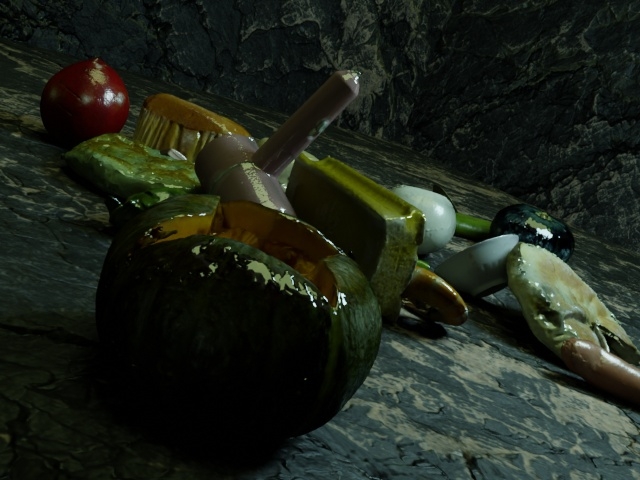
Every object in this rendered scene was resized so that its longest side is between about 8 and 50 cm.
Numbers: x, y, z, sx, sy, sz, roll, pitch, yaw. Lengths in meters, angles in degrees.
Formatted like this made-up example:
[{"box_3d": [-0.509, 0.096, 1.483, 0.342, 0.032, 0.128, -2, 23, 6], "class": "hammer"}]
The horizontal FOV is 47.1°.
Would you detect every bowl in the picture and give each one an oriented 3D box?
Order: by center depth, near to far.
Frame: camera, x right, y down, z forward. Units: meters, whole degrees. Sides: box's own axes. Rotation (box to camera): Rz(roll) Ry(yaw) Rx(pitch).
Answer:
[{"box_3d": [0.337, 0.067, 1.517, 0.189, 0.189, 0.086, 3, 60, -49], "class": "bowl"}]

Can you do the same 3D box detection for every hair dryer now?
[{"box_3d": [-0.051, -0.149, 1.245, 0.125, 0.352, 0.210, 22, 30, -50], "class": "hair dryer"}]

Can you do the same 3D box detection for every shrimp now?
[{"box_3d": [0.151, 0.085, 1.268, 0.248, 0.068, 0.150, 22, -27, 44], "class": "shrimp"}]

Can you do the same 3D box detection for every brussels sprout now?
[{"box_3d": [-0.251, -0.040, 1.186, 0.181, 0.101, 0.139, -15, 17, -37], "class": "brussels sprout"}]

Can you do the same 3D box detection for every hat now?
[{"box_3d": [0.371, -0.099, 2.311, 0.146, 0.067, 0.146, 57, -4, 6], "class": "hat"}]

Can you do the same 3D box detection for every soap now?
[{"box_3d": [0.039, -0.013, 1.266, 0.091, 0.199, 0.315, 2, 23, -32], "class": "soap"}]

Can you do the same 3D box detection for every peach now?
[{"box_3d": [-0.505, -0.296, 1.582, 0.197, 0.197, 0.197, 19, 14, -5], "class": "peach"}]

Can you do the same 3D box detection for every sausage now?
[{"box_3d": [0.540, 0.245, 1.224, 0.304, 0.078, 0.078, 23, 14, 5], "class": "sausage"}]

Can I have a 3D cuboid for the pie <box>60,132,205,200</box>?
[{"box_3d": [-0.329, -0.129, 1.438, 0.371, 0.078, 0.296, 22, 14, 15], "class": "pie"}]

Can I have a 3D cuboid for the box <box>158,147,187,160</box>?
[{"box_3d": [-0.336, -0.181, 1.620, 0.048, 0.025, 0.115, 41, -21, -26], "class": "box"}]

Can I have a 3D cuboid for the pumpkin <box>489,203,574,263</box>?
[{"box_3d": [0.583, -0.004, 2.026, 0.233, 0.163, 0.233, 18, 17, -6], "class": "pumpkin"}]

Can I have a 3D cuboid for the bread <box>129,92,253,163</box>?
[{"box_3d": [-0.310, -0.252, 1.761, 0.288, 0.156, 0.204, 21, 12, 12], "class": "bread"}]

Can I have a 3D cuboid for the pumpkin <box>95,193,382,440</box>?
[{"box_3d": [-0.086, 0.072, 0.777, 0.320, 0.192, 0.320, 20, 16, -6], "class": "pumpkin"}]

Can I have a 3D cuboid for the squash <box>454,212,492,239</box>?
[{"box_3d": [0.436, -0.039, 2.147, 0.252, 0.066, 0.066, 11, 16, -31], "class": "squash"}]

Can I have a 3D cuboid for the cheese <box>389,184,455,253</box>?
[{"box_3d": [0.218, -0.046, 1.699, 0.198, 0.155, 0.189, 17, -4, 6], "class": "cheese"}]

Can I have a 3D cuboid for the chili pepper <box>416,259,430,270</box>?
[{"box_3d": [0.131, 0.028, 1.525, 0.201, 0.050, 0.052, 26, -1, 13], "class": "chili pepper"}]

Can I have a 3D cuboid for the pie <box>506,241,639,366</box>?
[{"box_3d": [0.482, 0.134, 1.426, 0.337, 0.075, 0.338, 31, 28, -19], "class": "pie"}]

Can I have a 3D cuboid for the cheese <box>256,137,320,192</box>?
[{"box_3d": [-0.080, -0.168, 1.811, 0.235, 0.117, 0.218, 28, 12, 5], "class": "cheese"}]
